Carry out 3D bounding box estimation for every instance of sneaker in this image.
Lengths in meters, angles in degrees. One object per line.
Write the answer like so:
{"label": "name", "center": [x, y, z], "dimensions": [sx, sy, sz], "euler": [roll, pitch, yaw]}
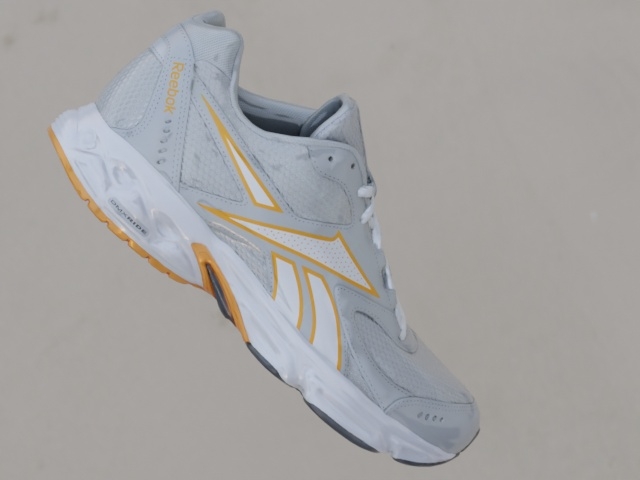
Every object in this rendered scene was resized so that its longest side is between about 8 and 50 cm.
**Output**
{"label": "sneaker", "center": [0.000, 0.000, 0.819], "dimensions": [0.121, 0.262, 0.099], "euler": [-46, 18, 4]}
